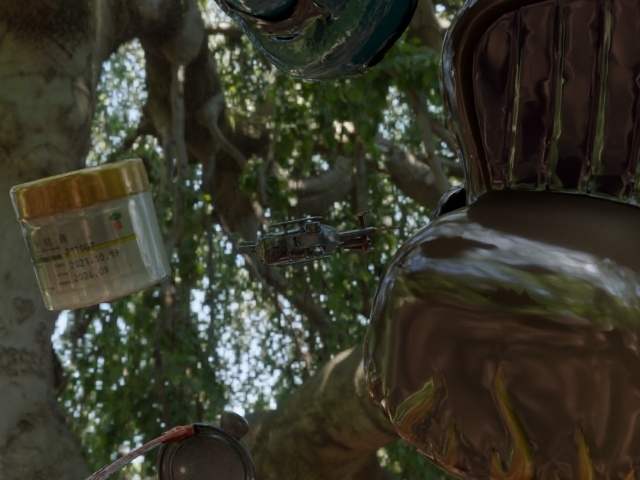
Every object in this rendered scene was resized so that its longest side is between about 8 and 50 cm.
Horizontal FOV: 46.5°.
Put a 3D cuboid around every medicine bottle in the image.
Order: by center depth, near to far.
[{"bbox_3d":[-0.412,-0.014,1.351,0.237,0.232,0.238,-13,8,2],"label":"medicine bottle"}]

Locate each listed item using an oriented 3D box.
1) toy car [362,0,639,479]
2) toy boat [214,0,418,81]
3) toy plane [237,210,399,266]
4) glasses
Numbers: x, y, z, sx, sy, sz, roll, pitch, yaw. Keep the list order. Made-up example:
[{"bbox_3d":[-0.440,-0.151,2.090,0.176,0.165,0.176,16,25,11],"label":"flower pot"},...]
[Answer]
[{"bbox_3d":[0.154,-0.015,0.433,0.271,0.341,0.240,16,19,37],"label":"toy car"},{"bbox_3d":[-0.064,-0.212,0.432,0.092,0.299,0.134,-7,-38,-45],"label":"toy boat"},{"bbox_3d":[0.000,0.000,0.654,0.145,0.037,0.060,-10,-5,-7],"label":"toy plane"},{"bbox_3d":[-0.108,0.279,0.636,0.118,0.234,0.268,-24,-10,8],"label":"glasses"}]
